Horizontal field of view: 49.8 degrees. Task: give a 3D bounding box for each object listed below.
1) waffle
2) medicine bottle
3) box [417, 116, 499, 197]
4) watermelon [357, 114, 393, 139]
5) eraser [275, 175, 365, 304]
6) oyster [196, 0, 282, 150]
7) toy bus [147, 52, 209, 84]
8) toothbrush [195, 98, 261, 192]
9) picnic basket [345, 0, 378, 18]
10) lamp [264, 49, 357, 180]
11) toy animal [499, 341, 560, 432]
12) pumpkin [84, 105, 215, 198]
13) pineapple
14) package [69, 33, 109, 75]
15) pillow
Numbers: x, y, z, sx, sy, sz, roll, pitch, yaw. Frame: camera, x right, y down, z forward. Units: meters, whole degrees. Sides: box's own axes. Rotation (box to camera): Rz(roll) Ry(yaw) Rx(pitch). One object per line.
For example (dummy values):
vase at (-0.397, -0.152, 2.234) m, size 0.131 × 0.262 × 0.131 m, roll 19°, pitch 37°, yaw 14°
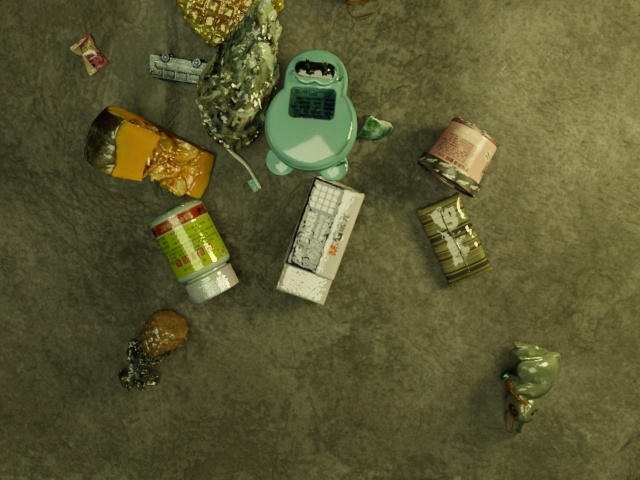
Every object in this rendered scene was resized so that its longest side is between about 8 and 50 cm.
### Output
waffle at (-0.214, -0.584, 1.585) m, size 0.254 × 0.052 × 0.245 m, roll -25°, pitch 97°, yaw 10°
medicine bottle at (-0.299, 0.026, 1.650) m, size 0.139 × 0.139 × 0.226 m, roll -26°, pitch 96°, yaw 10°
box at (0.314, -0.190, 1.541) m, size 0.151 × 0.151 × 0.135 m, roll 31°, pitch 93°, yaw 1°
watermelon at (0.128, -0.270, 1.605) m, size 0.085 × 0.085 × 0.061 m, roll -19°, pitch 67°, yaw 10°
eraser at (0.000, 0.000, 1.636) m, size 0.130 × 0.086 × 0.287 m, roll 19°, pitch 101°, yaw 3°
oyster at (-0.175, -0.379, 1.557) m, size 0.158 × 0.162 × 0.351 m, roll 48°, pitch 125°, yaw 41°
toy bus at (-0.324, -0.403, 1.630) m, size 0.165 × 0.047 × 0.065 m, roll 10°, pitch 104°, yaw 5°
toothbrush at (-0.220, -0.231, 1.659) m, size 0.026 × 0.022 × 0.263 m, roll -33°, pitch 94°, yaw -1°
picnic basket at (0.092, -0.537, 1.544) m, size 0.071 × 0.072 × 0.083 m, roll -15°, pitch 85°, yaw 9°
lamp at (-0.018, -0.285, 1.559) m, size 0.209 × 0.147 × 0.284 m, roll 6°, pitch 105°, yaw 2°
toy animal at (0.490, 0.363, 1.625) m, size 0.138 × 0.108 × 0.237 m, roll 0°, pitch 100°, yaw 6°
pumpkin at (-0.402, -0.200, 1.600) m, size 0.280 × 0.190 × 0.139 m, roll 25°, pitch 100°, yaw 2°
pineapple at (-0.429, 0.287, 1.732) m, size 0.237 × 0.111 × 0.119 m, roll -51°, pitch 58°, yaw 20°
package at (-0.557, -0.446, 1.661) m, size 0.059 × 0.029 × 0.083 m, roll -34°, pitch 104°, yaw 4°
pillow at (0.315, 0.000, 1.622) m, size 0.113 × 0.038 × 0.204 m, roll -25°, pitch 96°, yaw 10°
